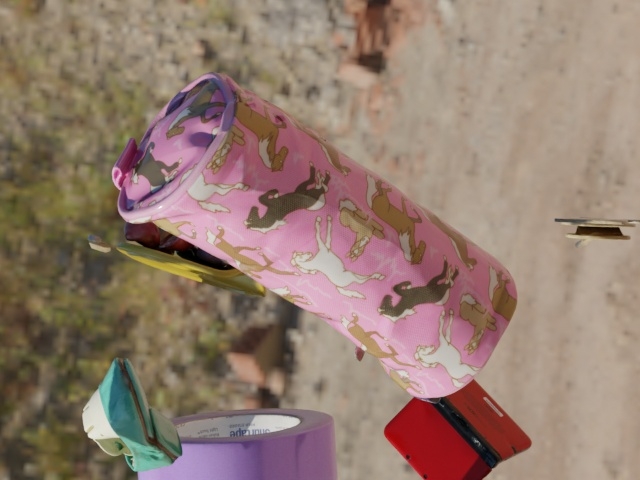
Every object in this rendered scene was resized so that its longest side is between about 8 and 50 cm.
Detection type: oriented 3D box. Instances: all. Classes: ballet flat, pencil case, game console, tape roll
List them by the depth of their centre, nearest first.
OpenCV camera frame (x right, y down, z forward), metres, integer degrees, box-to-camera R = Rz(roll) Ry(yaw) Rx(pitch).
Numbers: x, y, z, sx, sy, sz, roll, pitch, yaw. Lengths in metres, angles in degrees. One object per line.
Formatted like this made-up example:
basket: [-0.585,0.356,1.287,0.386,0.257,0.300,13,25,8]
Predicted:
pencil case: [0.000,0.000,1.512,0.167,0.386,0.160,-48,31,13]
ballet flat: [-0.229,0.215,1.934,0.247,0.087,0.083,71,180,-62]
game console: [0.180,0.256,2.162,0.144,0.124,0.085,47,128,24]
tape roll: [-0.115,0.296,2.279,0.275,0.275,0.090,-177,82,-74]

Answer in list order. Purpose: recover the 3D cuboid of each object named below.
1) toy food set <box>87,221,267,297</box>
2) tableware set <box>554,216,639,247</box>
toy food set: [-0.155,0.000,1.877,0.128,0.218,0.071,79,-151,-82]
tableware set: [0.371,-0.003,1.897,0.128,0.194,0.039,-3,-84,-66]
